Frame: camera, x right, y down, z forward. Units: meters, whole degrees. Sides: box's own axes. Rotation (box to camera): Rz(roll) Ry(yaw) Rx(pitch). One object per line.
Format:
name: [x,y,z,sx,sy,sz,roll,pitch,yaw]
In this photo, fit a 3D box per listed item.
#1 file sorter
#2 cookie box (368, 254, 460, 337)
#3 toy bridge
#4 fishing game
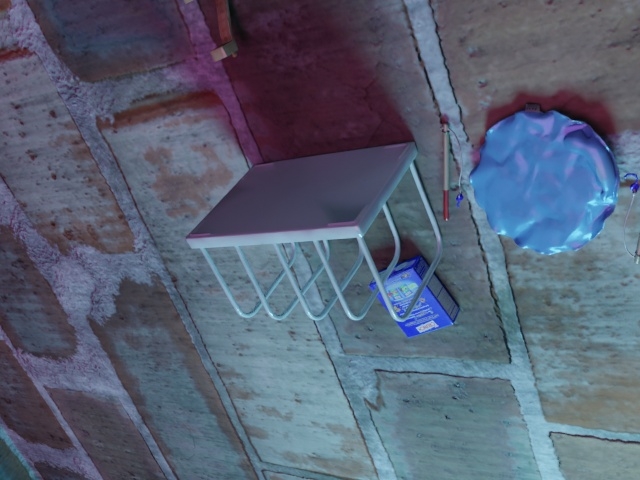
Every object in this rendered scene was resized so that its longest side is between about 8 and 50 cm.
file sorter: [0.000,0.000,1.017,0.278,0.193,0.173,-3,124,34]
cookie box: [0.141,0.086,1.094,0.092,0.040,0.107,-25,107,42]
toy bridge: [-0.152,-0.326,0.951,0.026,0.063,0.188,-9,116,37]
fishing game: [0.271,-0.074,0.892,0.264,0.041,0.189,11,121,33]
